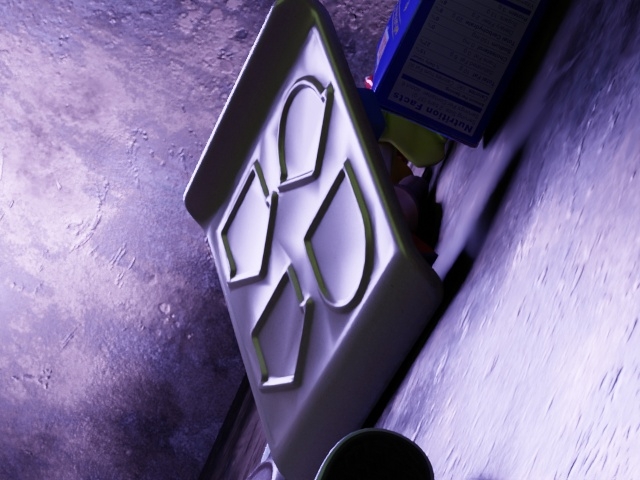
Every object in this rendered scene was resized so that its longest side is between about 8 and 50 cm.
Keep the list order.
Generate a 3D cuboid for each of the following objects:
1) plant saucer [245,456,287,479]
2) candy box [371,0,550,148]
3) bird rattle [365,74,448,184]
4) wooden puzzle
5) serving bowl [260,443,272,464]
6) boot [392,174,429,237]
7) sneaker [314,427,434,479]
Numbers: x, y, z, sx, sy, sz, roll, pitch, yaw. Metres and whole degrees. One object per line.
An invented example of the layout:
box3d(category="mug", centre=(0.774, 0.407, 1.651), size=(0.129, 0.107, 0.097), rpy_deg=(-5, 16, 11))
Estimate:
box3d(category="plant saucer", centre=(-0.068, 0.288, 1.971), size=(0.198, 0.036, 0.198), rpy_deg=(-55, 13, 19))
box3d(category="candy box", centre=(0.164, -0.274, 1.885), size=(0.268, 0.122, 0.317), rpy_deg=(-81, 17, -72))
box3d(category="bird rattle", centre=(0.062, -0.089, 2.188), size=(0.253, 0.143, 0.207), rpy_deg=(129, 149, -87))
box3d(category="wooden puzzle", centre=(0.000, 0.000, 1.808), size=(0.322, 0.080, 0.348), rpy_deg=(-61, 42, 44))
box3d(category="serving bowl", centre=(-0.040, 0.228, 2.274), size=(0.083, 0.027, 0.083), rpy_deg=(-156, 90, -87))
box3d(category="boot", centre=(0.043, 0.056, 2.005), size=(0.248, 0.090, 0.207), rpy_deg=(-66, -9, 13))
box3d(category="sneaker", centre=(-0.015, 0.262, 1.230), size=(0.290, 0.106, 0.123), rpy_deg=(-57, -6, -21))
